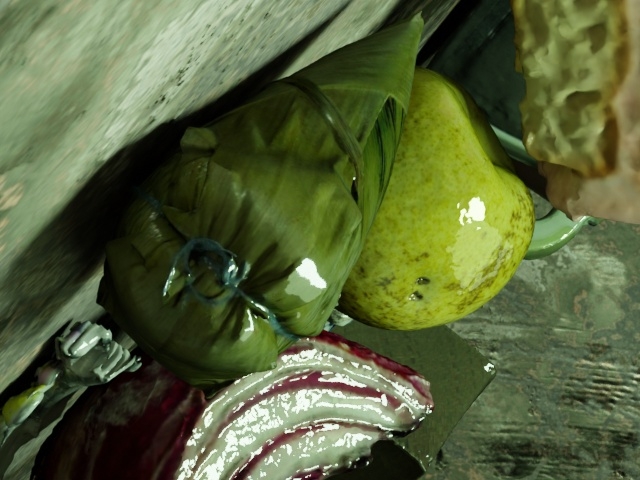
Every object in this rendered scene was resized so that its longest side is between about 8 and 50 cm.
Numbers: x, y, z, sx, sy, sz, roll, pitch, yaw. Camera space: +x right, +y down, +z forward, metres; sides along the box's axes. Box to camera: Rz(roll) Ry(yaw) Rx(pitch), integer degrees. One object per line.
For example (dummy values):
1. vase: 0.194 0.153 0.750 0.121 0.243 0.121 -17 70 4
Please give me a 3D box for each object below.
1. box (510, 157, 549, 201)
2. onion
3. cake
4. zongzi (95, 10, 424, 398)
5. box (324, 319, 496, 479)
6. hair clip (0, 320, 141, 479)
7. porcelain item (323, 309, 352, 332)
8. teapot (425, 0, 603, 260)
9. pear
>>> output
1. box: 0.307 -0.189 1.998 0.301 0.301 0.216 -47 169 -4
2. onion: -0.110 0.131 1.320 0.280 0.146 0.314 2 -147 47
3. cake: 0.316 -0.170 1.354 0.314 0.307 0.293 -49 138 -60
4. zongzi: -0.007 -0.045 1.008 0.274 0.125 0.251 -49 -176 -9
5. box: 0.009 0.119 1.807 0.143 0.273 0.184 -49 179 -29
6. hair clip: -0.178 0.107 1.243 0.116 0.049 0.172 -39 176 -37
7. porcelain item: 0.000 0.000 1.532 0.288 0.138 0.186 -44 -176 -31
8. teapot: 0.228 -0.149 1.749 0.321 0.239 0.239 -43 173 -39
9. pear: 0.051 -0.027 1.343 0.197 0.197 0.197 -47 177 -4
